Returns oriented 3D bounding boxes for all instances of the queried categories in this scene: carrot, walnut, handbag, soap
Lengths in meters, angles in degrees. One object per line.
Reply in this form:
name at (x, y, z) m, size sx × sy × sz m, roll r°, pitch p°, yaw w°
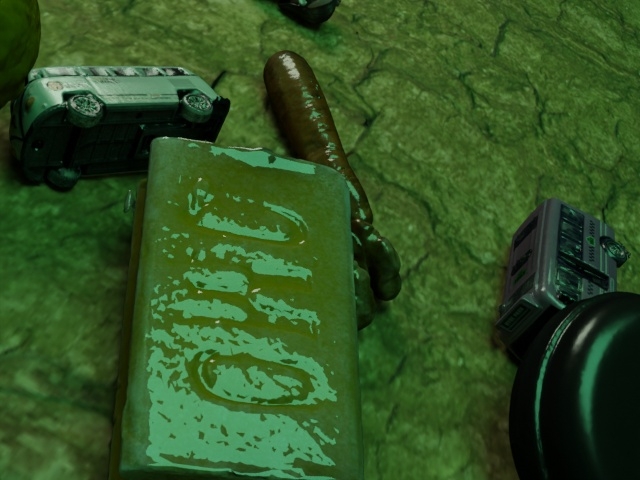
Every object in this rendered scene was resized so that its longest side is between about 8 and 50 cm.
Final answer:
carrot at (-0.003, -0.103, 1.002) m, size 0.059 × 0.059 × 0.248 m, roll 0°, pitch 53°, yaw -37°
walnut at (0.000, 0.000, 0.884) m, size 0.170 × 0.069 × 0.143 m, roll 38°, pitch 39°, yaw 7°
handbag at (0.301, 0.185, 0.835) m, size 0.308 × 0.093 × 0.254 m, roll 36°, pitch 61°, yaw -12°
soap at (-0.061, 0.061, 0.715) m, size 0.173 × 0.089 × 0.274 m, roll 9°, pitch 53°, yaw -16°

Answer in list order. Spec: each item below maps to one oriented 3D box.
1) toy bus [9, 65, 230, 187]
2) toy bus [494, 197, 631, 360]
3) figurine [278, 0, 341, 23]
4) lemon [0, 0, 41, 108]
toy bus at (-0.180, -0.106, 0.846) m, size 0.194 × 0.087 × 0.089 m, roll -10°, pitch 50°, yaw -42°
toy bus at (0.246, 0.048, 0.998) m, size 0.108 × 0.096 × 0.199 m, roll 32°, pitch 37°, yaw -6°
figurine at (-0.037, -0.312, 1.198) m, size 0.129 × 0.054 × 0.072 m, roll 22°, pitch 25°, yaw -6°
lemon at (-0.311, -0.175, 0.729) m, size 0.192 × 0.192 × 0.231 m, roll -2°, pitch 51°, yaw -39°
